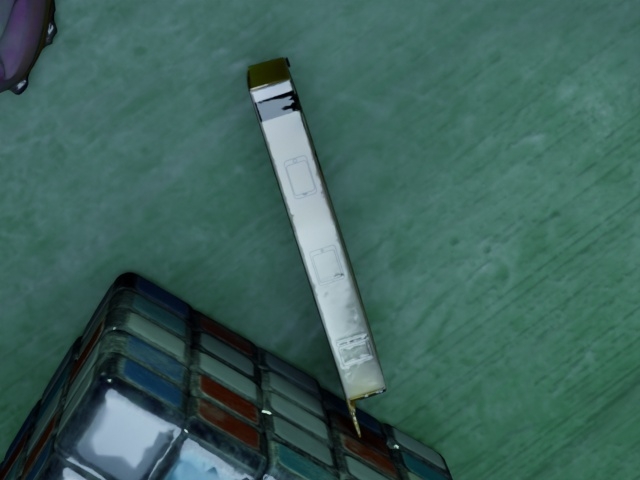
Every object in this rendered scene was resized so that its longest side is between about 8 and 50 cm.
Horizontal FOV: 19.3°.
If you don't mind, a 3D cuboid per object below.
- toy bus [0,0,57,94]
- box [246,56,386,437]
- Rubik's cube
[{"bbox_3d":[-0.367,-0.166,1.209,0.386,0.162,0.171,2,101,-5],"label":"toy bus"},{"bbox_3d":[0.000,0.000,1.285,0.033,0.129,0.247,-17,104,0],"label":"box"},{"bbox_3d":[-0.089,0.232,1.247,0.292,0.293,0.287,31,98,-8],"label":"Rubik's cube"}]
